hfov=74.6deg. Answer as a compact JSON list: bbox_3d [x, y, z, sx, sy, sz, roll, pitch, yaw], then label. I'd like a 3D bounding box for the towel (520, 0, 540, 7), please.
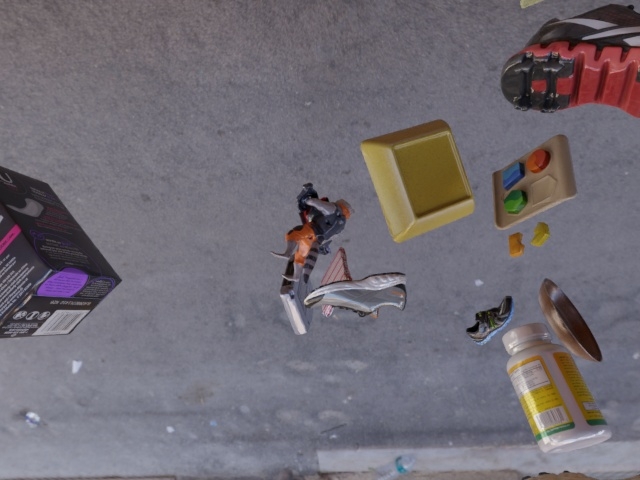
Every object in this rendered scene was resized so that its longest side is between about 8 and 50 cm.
[{"bbox_3d":[0.481,-0.567,0.890,0.109,0.027,0.148,-19,161,18],"label":"towel"}]

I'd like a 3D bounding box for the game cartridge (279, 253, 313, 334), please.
[{"bbox_3d":[-0.079,0.197,1.532,0.062,0.297,0.198,-11,113,8],"label":"game cartridge"}]

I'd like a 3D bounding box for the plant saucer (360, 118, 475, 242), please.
[{"bbox_3d":[0.328,-0.200,1.300,0.332,0.081,0.333,-20,91,-21],"label":"plant saucer"}]

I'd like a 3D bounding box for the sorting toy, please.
[{"bbox_3d":[0.566,-0.119,1.134,0.041,0.308,0.229,24,148,-23],"label":"sorting toy"}]

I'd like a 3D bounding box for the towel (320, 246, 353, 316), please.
[{"bbox_3d":[0.044,0.120,1.252,0.029,0.197,0.144,24,111,-12],"label":"towel"}]

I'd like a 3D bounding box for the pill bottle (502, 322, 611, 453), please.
[{"bbox_3d":[0.417,0.264,0.770,0.117,0.209,0.118,-7,142,-5],"label":"pill bottle"}]

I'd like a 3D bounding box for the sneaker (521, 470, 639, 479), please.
[{"bbox_3d":[0.253,0.253,0.337,0.282,0.122,0.110,-26,81,8],"label":"sneaker"}]

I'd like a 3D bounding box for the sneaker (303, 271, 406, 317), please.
[{"bbox_3d":[0.086,0.148,1.062,0.271,0.100,0.108,-10,82,14],"label":"sneaker"}]

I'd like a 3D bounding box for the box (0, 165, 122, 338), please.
[{"bbox_3d":[-0.500,0.015,0.701,0.143,0.165,0.270,-45,74,1],"label":"box"}]

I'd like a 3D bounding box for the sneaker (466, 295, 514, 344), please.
[{"bbox_3d":[0.520,0.241,1.287,0.078,0.067,0.188,35,117,3],"label":"sneaker"}]

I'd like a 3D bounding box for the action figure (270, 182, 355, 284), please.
[{"bbox_3d":[0.000,0.000,1.400,0.178,0.330,0.341,28,159,34],"label":"action figure"}]

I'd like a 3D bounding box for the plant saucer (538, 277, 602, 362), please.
[{"bbox_3d":[0.535,0.177,0.915,0.198,0.199,0.036,36,123,-23],"label":"plant saucer"}]

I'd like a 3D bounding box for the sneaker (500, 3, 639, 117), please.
[{"bbox_3d":[0.366,-0.207,0.484,0.275,0.135,0.098,20,157,30],"label":"sneaker"}]
